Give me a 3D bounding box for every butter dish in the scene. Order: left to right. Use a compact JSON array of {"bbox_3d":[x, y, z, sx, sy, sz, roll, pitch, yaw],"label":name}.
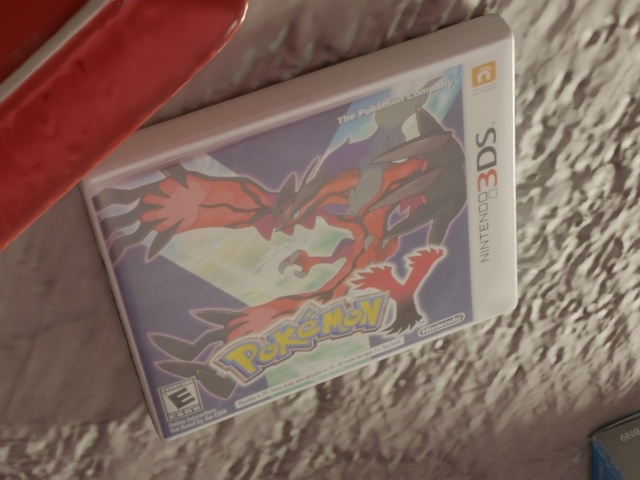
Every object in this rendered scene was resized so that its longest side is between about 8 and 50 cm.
[{"bbox_3d":[-0.119,-0.087,0.462,0.160,0.118,0.160,-40,94,10],"label":"butter dish"}]

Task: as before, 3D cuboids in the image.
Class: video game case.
[{"bbox_3d":[0.000,0.000,0.664,0.201,0.023,0.183,-20,135,-11],"label":"video game case"}]

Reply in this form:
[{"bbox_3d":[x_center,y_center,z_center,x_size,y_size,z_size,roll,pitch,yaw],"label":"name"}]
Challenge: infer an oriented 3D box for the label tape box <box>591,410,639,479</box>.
[{"bbox_3d":[0.291,0.295,0.852,0.115,0.347,0.249,-21,136,-10],"label":"label tape box"}]
